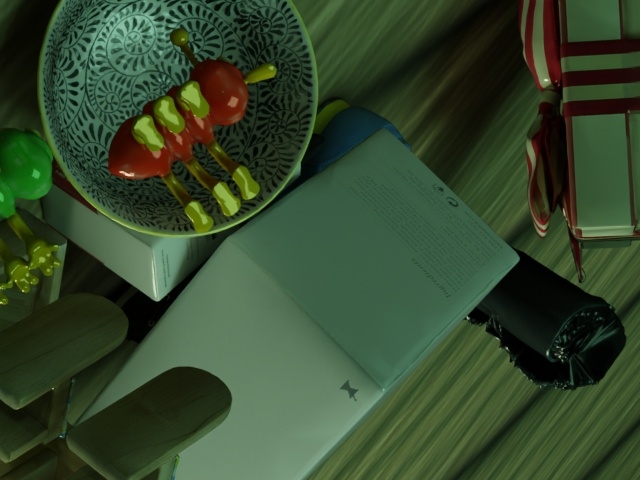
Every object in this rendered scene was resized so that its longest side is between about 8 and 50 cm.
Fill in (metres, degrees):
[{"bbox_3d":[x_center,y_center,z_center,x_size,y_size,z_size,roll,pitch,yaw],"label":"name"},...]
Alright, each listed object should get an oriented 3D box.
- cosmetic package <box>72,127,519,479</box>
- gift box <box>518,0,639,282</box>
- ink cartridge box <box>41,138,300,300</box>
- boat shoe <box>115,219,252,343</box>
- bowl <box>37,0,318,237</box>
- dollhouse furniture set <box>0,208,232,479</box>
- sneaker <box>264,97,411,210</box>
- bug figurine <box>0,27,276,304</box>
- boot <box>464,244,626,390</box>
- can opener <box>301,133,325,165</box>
[{"bbox_3d":[-0.020,0.073,1.259,0.224,0.138,0.225,-49,175,33],"label":"cosmetic package"},{"bbox_3d":[0.294,-0.103,1.549,0.276,0.258,0.255,52,35,-78],"label":"gift box"},{"bbox_3d":[-0.091,-0.043,1.179,0.135,0.099,0.056,-43,153,-29],"label":"ink cartridge box"},{"bbox_3d":[-0.089,0.027,1.346,0.133,0.042,0.049,-44,152,-29],"label":"boat shoe"},{"bbox_3d":[-0.094,-0.088,1.109,0.170,0.080,0.170,-1,92,-25],"label":"bowl"},{"bbox_3d":[-0.149,0.111,1.086,0.161,0.242,0.212,-31,146,-44],"label":"dollhouse furniture set"},{"bbox_3d":[0.000,0.000,1.429,0.069,0.082,0.209,-11,132,-60],"label":"sneaker"},{"bbox_3d":[-0.147,-0.099,0.967,0.216,0.072,0.279,-35,132,-9],"label":"bug figurine"},{"bbox_3d":[0.167,0.060,1.662,0.094,0.207,0.246,-53,156,-2],"label":"boot"},{"bbox_3d":[-0.062,-0.049,1.298,0.186,0.073,0.059,-39,112,-40],"label":"can opener"}]
